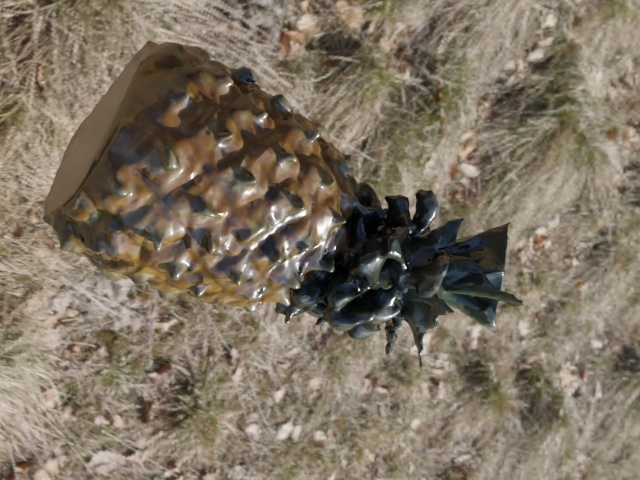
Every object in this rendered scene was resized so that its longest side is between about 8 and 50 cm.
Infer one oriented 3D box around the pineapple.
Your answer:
[{"bbox_3d":[0.000,0.000,0.527,0.340,0.169,0.169,26,74,-25],"label":"pineapple"}]
